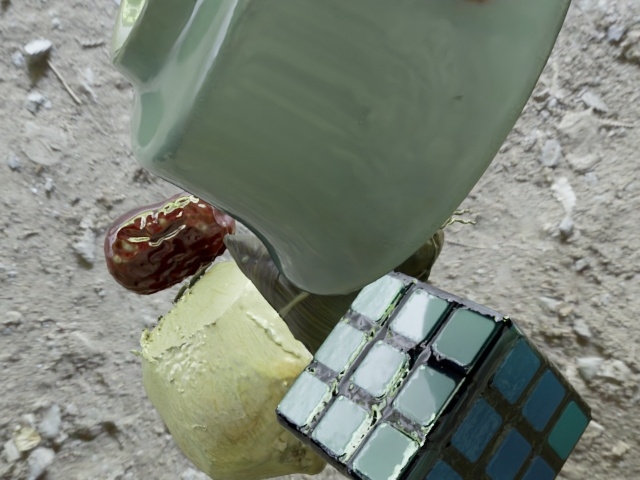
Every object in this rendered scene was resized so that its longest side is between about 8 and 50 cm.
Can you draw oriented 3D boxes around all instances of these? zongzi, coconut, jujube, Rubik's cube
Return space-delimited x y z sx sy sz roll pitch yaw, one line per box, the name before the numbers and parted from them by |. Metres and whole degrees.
zongzi | 0.000 0.000 0.843 0.241 0.247 0.111 42 45 17
coconut | -0.097 0.221 1.315 0.346 0.346 0.360 -46 67 -5
jujube | -0.261 -0.002 1.387 0.230 0.155 0.155 -26 86 17
Rubik's cube | 0.093 0.142 0.649 0.160 0.163 0.162 -53 126 -11

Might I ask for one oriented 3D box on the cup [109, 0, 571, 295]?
cup | -0.021 -0.154 0.482 0.163 0.347 0.347 18 84 -23
